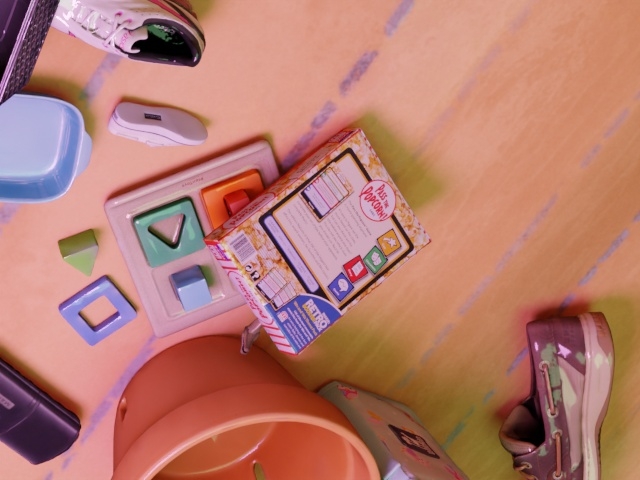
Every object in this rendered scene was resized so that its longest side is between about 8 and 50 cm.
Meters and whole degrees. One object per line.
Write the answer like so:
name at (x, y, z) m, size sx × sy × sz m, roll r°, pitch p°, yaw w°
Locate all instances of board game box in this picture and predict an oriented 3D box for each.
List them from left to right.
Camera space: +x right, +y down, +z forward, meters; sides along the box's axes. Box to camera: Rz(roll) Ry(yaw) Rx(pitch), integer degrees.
board game box at (0.000, 0.000, 1.411) m, size 0.193 × 0.045 × 0.147 m, roll -38°, pitch 107°, yaw -19°

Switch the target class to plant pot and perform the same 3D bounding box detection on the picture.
plant pot at (-0.105, 0.242, 1.500) m, size 0.291 × 0.203 × 0.291 m, roll -11°, pitch 125°, yaw -16°

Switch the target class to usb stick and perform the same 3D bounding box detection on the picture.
usb stick at (-0.357, 0.145, 1.432) m, size 0.077 × 0.045 × 0.278 m, roll -35°, pitch 129°, yaw 11°

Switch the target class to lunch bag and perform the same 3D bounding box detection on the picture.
lunch bag at (0.090, 0.304, 1.610) m, size 0.160 × 0.223 × 0.262 m, roll -27°, pitch 127°, yaw -11°

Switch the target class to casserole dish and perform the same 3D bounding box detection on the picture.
casserole dish at (-0.309, -0.094, 1.297) m, size 0.188 × 0.037 × 0.114 m, roll 3°, pitch 121°, yaw -23°

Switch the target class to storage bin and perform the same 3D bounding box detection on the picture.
storage bin at (-0.289, -0.211, 1.167) m, size 0.122 × 0.084 × 0.180 m, roll 26°, pitch 112°, yaw -2°

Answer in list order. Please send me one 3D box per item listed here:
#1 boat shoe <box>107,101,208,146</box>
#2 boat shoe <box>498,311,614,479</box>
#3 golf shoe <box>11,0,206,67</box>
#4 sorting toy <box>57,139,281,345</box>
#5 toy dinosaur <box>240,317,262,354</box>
boat shoe at (-0.160, -0.107, 1.355) m, size 0.100 × 0.035 × 0.035 m, roll 8°, pitch 146°, yaw -31°
boat shoe at (0.280, 0.239, 1.723) m, size 0.123 × 0.123 × 0.342 m, roll -1°, pitch 123°, yaw -5°
golf shoe at (-0.188, -0.204, 1.242) m, size 0.186 × 0.086 × 0.067 m, roll 12°, pitch 118°, yaw -25°
sorting toy at (-0.109, 0.007, 1.440) m, size 0.347 × 0.047 × 0.196 m, roll -22°, pitch 128°, yaw -8°
toy dinosaur at (-0.015, 0.055, 1.489) m, size 0.183 × 0.092 × 0.053 m, roll -30°, pitch 87°, yaw -24°
